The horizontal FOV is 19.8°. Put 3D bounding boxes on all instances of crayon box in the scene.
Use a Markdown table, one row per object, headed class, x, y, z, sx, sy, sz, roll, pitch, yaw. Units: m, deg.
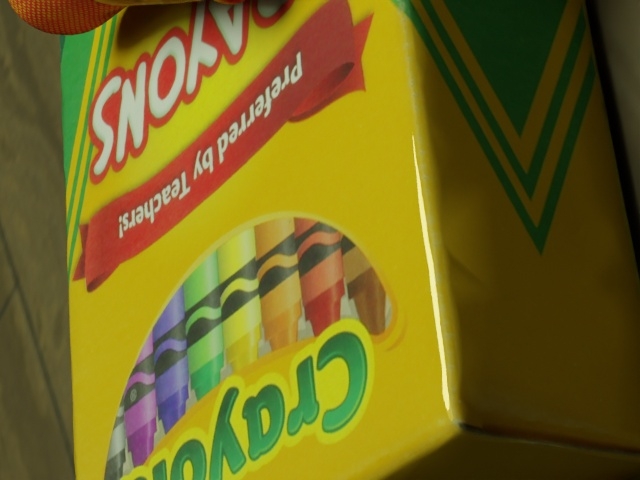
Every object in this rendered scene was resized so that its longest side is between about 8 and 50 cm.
| class | x | y | z | sx | sy | sz | roll | pitch | yaw |
| --- | --- | --- | --- | --- | --- | --- | --- | --- | --- |
| crayon box | 0.000 | 0.000 | 0.575 | 0.202 | 0.081 | 0.318 | -39 | 49 | 44 |

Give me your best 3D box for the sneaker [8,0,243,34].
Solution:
| class | x | y | z | sx | sy | sz | roll | pitch | yaw |
| --- | --- | --- | --- | --- | --- | --- | --- | --- | --- |
| sneaker | -0.050 | -0.095 | 0.555 | 0.175 | 0.064 | 0.067 | -28 | 66 | 53 |
